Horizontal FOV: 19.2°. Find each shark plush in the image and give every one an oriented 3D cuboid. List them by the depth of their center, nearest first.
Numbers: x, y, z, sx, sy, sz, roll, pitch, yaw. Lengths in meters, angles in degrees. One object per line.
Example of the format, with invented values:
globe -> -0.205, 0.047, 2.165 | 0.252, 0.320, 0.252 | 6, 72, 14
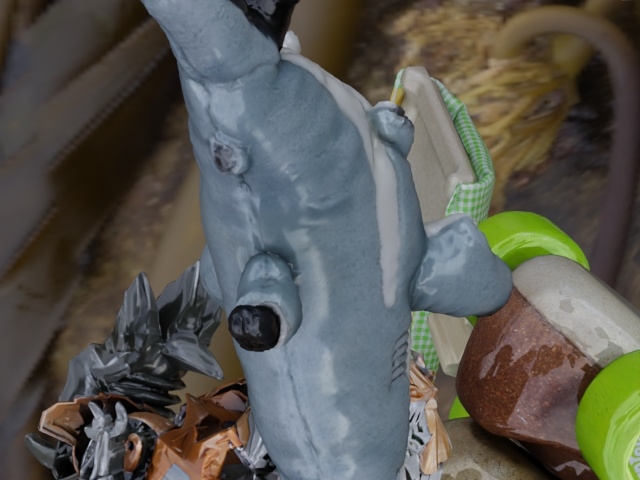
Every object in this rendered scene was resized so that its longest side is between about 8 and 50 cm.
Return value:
shark plush -> 0.000, 0.000, 0.383 | 0.073, 0.161, 0.067 | 9, 54, 9

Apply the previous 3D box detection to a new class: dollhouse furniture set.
dollhouse furniture set -> 0.118, 0.054, 1.190 | 0.151, 0.301, 0.197 | 10, 123, -19

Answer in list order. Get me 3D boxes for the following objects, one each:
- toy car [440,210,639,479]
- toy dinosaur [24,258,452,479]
toy car -> 0.076, 0.110, 0.697 | 0.149, 0.155, 0.188 | 37, 98, -26
toy dinosaur -> -0.080, 0.126, 0.717 | 0.322, 0.164, 0.218 | -42, 60, 16
